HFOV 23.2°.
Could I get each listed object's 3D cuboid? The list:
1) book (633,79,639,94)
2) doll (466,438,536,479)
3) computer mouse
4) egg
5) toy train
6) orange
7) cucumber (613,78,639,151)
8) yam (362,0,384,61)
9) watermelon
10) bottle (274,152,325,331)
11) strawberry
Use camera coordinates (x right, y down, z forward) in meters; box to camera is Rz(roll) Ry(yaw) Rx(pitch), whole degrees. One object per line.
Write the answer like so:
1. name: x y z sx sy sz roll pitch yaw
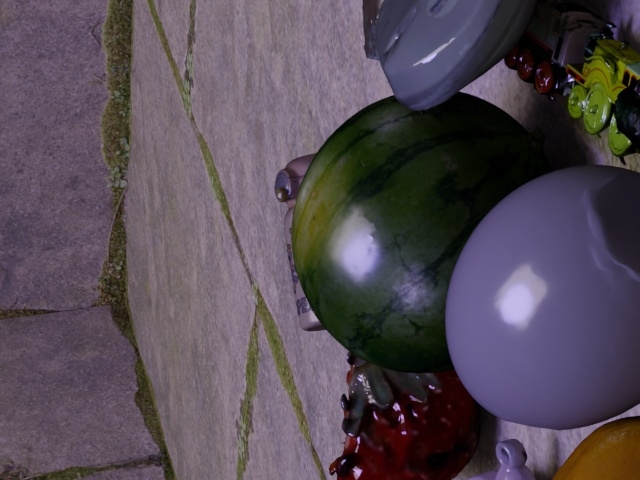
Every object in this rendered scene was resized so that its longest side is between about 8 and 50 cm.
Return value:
1. book: 0.280 -0.123 0.875 0.157 0.026 0.231 -59 25 6
2. doll: 0.186 0.359 1.425 0.160 0.094 0.365 -167 69 -70
3. computer mouse: 0.119 -0.207 1.279 0.197 0.095 0.331 -57 9 16
4. egg: 0.180 0.048 1.135 0.232 0.176 0.176 -54 43 45
5. toy train: 0.208 -0.132 1.204 0.249 0.053 0.085 -126 41 -61
6. orange: 0.229 0.203 1.112 0.159 0.136 0.159 174 90 -65
7. cucumber: 0.267 -0.039 0.934 0.072 0.081 0.303 -59 24 10
8. yam: 0.081 -0.296 1.477 0.106 0.106 0.259 -143 49 -68
9. watermelon: 0.093 -0.008 1.325 0.242 0.242 0.242 173 90 -74
10. bottle: 0.000 0.000 1.873 0.097 0.110 0.209 -23 75 55
11. strawberry: 0.087 0.182 1.608 0.253 0.150 0.280 -84 -2 -50
